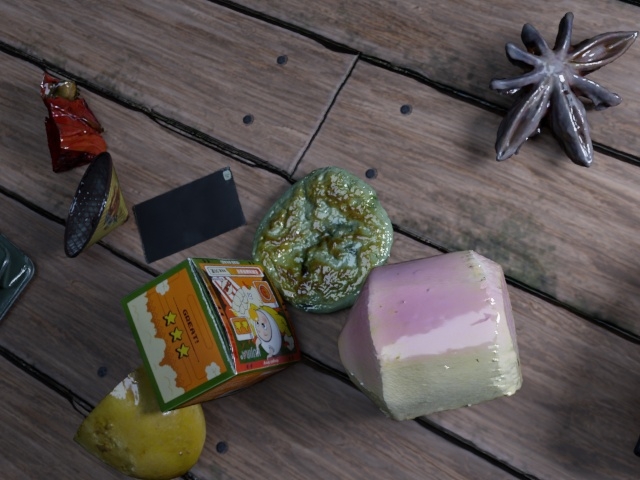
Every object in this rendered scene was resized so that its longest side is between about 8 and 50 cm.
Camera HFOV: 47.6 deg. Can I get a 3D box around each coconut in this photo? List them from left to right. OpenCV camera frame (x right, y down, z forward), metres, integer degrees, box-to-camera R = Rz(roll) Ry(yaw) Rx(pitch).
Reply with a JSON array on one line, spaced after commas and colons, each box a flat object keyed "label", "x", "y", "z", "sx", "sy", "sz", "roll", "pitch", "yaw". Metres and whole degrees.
[{"label": "coconut", "x": 0.144, "y": 0.137, "z": 1.004, "sx": 0.245, "sy": 0.233, "sz": 0.233, "roll": -12, "pitch": 72, "yaw": 17}]

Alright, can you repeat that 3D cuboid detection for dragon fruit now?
[{"label": "dragon fruit", "x": -0.463, "y": -0.223, "z": 1.349, "sx": 0.092, "sy": 0.122, "sz": 0.192, "roll": -11, "pitch": 63, "yaw": -30}]

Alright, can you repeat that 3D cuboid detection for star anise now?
[{"label": "star anise", "x": 0.357, "y": -0.228, "z": 1.112, "sx": 0.198, "sy": 0.110, "sz": 0.257, "roll": 18, "pitch": 87, "yaw": 3}]

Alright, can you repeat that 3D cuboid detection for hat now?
[{"label": "hat", "x": -0.371, "y": -0.052, "z": 1.263, "sx": 0.193, "sy": 0.082, "sz": 0.193, "roll": -31, "pitch": 50, "yaw": 45}]

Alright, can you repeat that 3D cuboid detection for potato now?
[{"label": "potato", "x": -0.247, "y": 0.283, "z": 1.093, "sx": 0.158, "sy": 0.178, "sz": 0.203, "roll": 43, "pitch": 97, "yaw": 9}]

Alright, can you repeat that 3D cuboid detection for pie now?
[{"label": "pie", "x": 0.000, "y": 0.000, "z": 1.163, "sx": 0.240, "sy": 0.054, "sz": 0.240, "roll": -3, "pitch": 76, "yaw": 14}]

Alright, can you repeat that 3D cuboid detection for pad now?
[{"label": "pad", "x": -0.229, "y": -0.044, "z": 1.259, "sx": 0.193, "sy": 0.004, "sz": 0.116, "roll": -22, "pitch": 70, "yaw": 8}]

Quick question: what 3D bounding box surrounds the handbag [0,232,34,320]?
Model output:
[{"label": "handbag", "x": -0.672, "y": 0.079, "z": 1.300, "sx": 0.247, "sy": 0.079, "sz": 0.260, "roll": 32, "pitch": 87, "yaw": 22}]

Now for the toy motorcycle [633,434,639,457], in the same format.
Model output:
[{"label": "toy motorcycle", "x": 0.508, "y": 0.125, "z": 0.924, "sx": 0.125, "sy": 0.212, "sz": 0.358, "roll": 21, "pitch": 85, "yaw": 17}]

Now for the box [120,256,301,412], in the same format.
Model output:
[{"label": "box", "x": -0.153, "y": 0.131, "z": 1.067, "sx": 0.148, "sy": 0.195, "sz": 0.177, "roll": -29, "pitch": 75, "yaw": 21}]
